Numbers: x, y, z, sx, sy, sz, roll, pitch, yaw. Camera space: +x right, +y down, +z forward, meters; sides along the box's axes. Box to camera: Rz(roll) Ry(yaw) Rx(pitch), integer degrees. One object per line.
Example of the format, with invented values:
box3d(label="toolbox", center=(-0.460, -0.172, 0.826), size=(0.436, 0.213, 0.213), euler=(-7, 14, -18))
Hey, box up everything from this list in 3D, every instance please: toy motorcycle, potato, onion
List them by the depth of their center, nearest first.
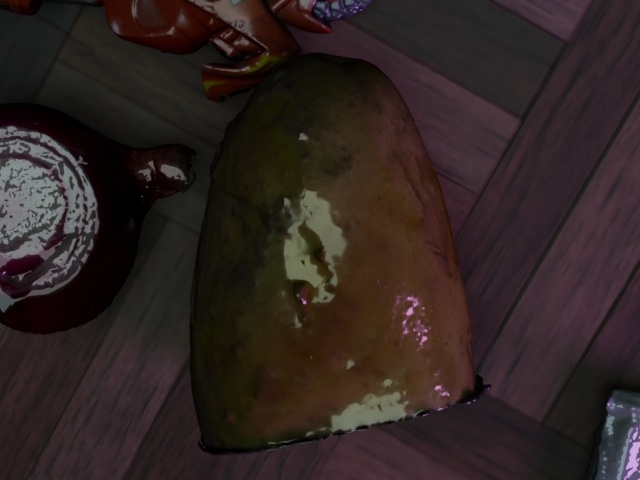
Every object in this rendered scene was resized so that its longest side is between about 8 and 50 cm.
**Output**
box3d(label="potato", center=(0.000, 0.000, 1.245), size=(0.229, 0.229, 0.266), euler=(-7, 98, 4))
box3d(label="toy motorcycle", center=(-0.107, -0.200, 1.273), size=(0.298, 0.089, 0.171), euler=(18, 102, 0))
box3d(label="onion", center=(-0.187, -0.026, 1.300), size=(0.198, 0.135, 0.173), euler=(-17, 97, -9))

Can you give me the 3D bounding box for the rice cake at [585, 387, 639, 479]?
box3d(label="rice cake", center=(0.254, 0.232, 1.359), size=(0.127, 0.043, 0.237), euler=(12, 102, -1))
